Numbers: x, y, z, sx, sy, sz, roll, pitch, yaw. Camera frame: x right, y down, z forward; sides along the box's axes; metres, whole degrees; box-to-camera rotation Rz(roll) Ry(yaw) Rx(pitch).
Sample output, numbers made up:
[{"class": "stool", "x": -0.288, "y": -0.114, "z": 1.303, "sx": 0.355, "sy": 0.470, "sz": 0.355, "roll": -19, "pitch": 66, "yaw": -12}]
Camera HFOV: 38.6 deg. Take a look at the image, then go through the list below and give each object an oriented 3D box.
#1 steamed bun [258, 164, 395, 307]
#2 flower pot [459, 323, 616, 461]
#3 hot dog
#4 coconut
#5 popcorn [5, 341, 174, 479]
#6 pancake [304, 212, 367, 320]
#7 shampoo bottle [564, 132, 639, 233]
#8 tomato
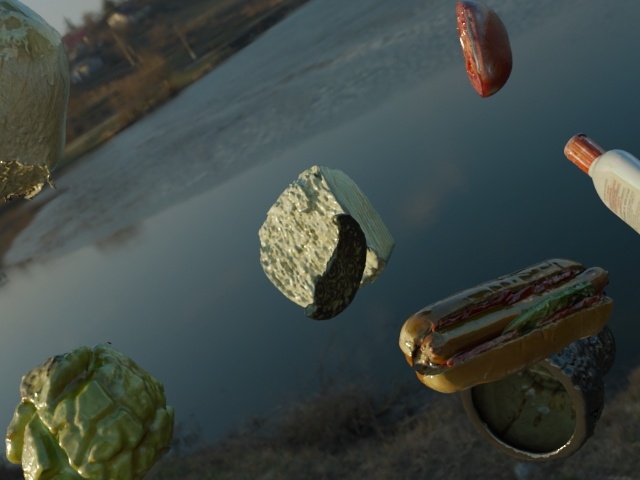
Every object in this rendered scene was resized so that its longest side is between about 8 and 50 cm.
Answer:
[{"class": "steamed bun", "x": 0.000, "y": 0.000, "z": 2.093, "sx": 0.272, "sy": 0.290, "sz": 0.273, "roll": -31, "pitch": -6, "yaw": 20}, {"class": "flower pot", "x": 0.442, "y": 0.254, "z": 1.780, "sx": 0.266, "sy": 0.267, "sz": 0.267, "roll": -20, "pitch": 11, "yaw": 40}, {"class": "hot dog", "x": 0.175, "y": 0.066, "z": 0.809, "sx": 0.235, "sy": 0.062, "sz": 0.092, "roll": -21, "pitch": 52, "yaw": -30}, {"class": "coconut", "x": -0.559, "y": -0.234, "z": 1.389, "sx": 0.346, "sy": 0.361, "sz": 0.346, "roll": 3, "pitch": 27, "yaw": -2}, {"class": "popcorn", "x": -0.369, "y": 0.311, "z": 1.499, "sx": 0.282, "sy": 0.247, "sz": 0.282, "roll": -56, "pitch": -14, "yaw": -22}, {"class": "pancake", "x": 0.024, "y": 0.053, "z": 1.615, "sx": 0.020, "sy": 0.184, "sz": 0.190, "roll": 17, "pitch": 56, "yaw": 35}, {"class": "shampoo bottle", "x": 0.420, "y": -0.070, "z": 1.240, "sx": 0.051, "sy": 0.108, "sz": 0.221, "roll": -32, "pitch": 53, "yaw": -9}, {"class": "tomato", "x": 0.307, "y": -0.361, "z": 1.684, "sx": 0.082, "sy": 0.174, "sz": 0.166, "roll": -13, "pitch": 20, "yaw": 4}]
